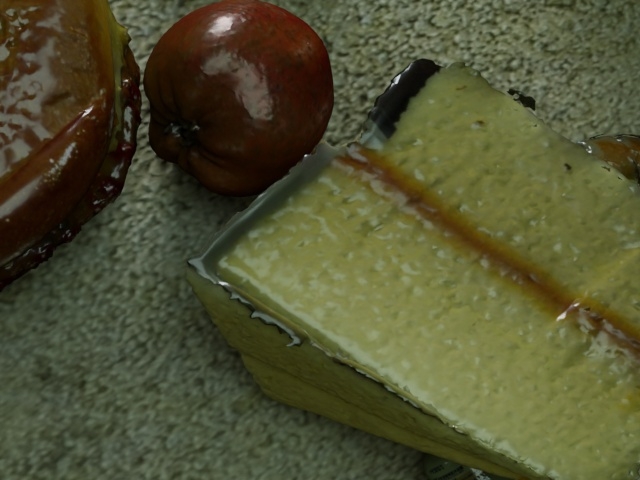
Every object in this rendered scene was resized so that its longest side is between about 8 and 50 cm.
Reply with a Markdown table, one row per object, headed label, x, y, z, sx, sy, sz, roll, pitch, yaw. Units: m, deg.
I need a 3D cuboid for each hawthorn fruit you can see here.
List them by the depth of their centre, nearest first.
| label | x | y | z | sx | sy | sz | roll | pitch | yaw |
| --- | --- | --- | --- | --- | --- | --- | --- | --- | --- |
| hawthorn fruit | -0.075 | -0.135 | 0.972 | 0.189 | 0.189 | 0.189 | 3 | 75 | -13 |

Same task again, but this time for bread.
| label | x | y | z | sx | sy | sz | roll | pitch | yaw |
| --- | --- | --- | --- | --- | --- | --- | --- | --- | --- |
| bread | 0.170 | 0.038 | 0.899 | 0.405 | 0.242 | 0.346 | 19 | 56 | 29 |

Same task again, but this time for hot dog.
| label | x | y | z | sx | sy | sz | roll | pitch | yaw |
| --- | --- | --- | --- | --- | --- | --- | --- | --- | --- |
| hot dog | -0.301 | -0.069 | 0.885 | 0.223 | 0.185 | 0.405 | 43 | 70 | 2 |

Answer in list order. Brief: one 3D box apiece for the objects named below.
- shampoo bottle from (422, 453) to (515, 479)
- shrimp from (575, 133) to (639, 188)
| label | x | y | z | sx | sy | sz | roll | pitch | yaw |
| --- | --- | --- | --- | --- | --- | --- | --- | --- | --- |
| shampoo bottle | 0.144 | 0.219 | 0.974 | 0.079 | 0.079 | 0.162 | -31 | 84 | -19 |
| shrimp | 0.382 | -0.036 | 1.111 | 0.294 | 0.062 | 0.154 | 10 | 68 | -10 |
